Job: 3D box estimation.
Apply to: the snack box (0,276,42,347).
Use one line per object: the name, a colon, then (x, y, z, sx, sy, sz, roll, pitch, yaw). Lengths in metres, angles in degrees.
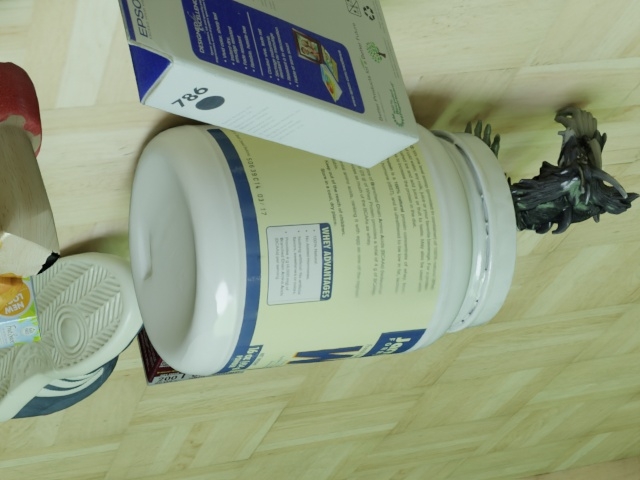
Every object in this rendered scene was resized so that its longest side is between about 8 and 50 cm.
snack box: (-0.368, 0.022, 1.415, 0.207, 0.174, 0.070, -11, 158, -9)

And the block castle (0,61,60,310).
block castle: (-0.421, 0.036, 1.154, 0.303, 0.212, 0.453, 11, 132, -38)

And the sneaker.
sneaker: (-0.267, 0.104, 1.769, 0.148, 0.131, 0.350, -4, 162, -43)

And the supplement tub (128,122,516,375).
supplement tub: (0.000, 0.000, 1.522, 0.325, 0.235, 0.235, -4, 156, -24)

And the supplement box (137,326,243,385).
supplement box: (-0.132, 0.092, 1.876, 0.130, 0.073, 0.239, -7, 156, -19)

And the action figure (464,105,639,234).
action figure: (0.217, -0.067, 1.641, 0.164, 0.140, 0.276, -3, 171, -23)

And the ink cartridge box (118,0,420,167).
ink cartridge box: (-0.061, -0.164, 1.183, 0.065, 0.165, 0.333, -28, 154, 31)
